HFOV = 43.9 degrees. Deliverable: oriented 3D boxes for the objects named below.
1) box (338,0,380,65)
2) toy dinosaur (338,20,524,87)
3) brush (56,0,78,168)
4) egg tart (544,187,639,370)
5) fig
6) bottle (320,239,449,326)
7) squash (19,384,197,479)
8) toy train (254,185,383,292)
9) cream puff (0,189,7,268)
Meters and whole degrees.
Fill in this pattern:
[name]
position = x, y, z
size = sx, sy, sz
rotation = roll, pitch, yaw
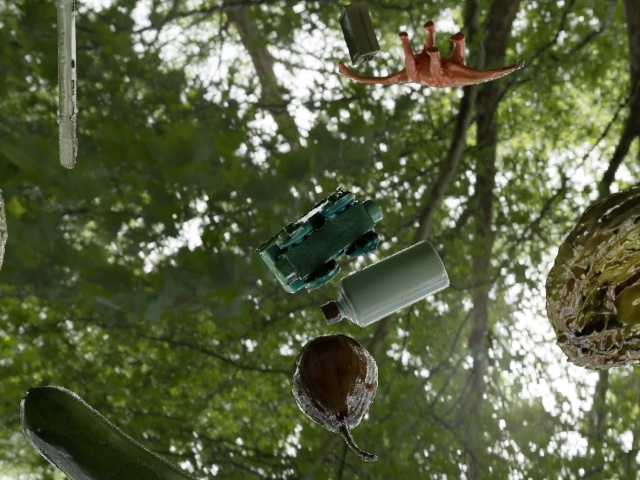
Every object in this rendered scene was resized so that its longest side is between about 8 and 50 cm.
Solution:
[box]
position = 0.058, -0.310, 1.200
size = 0.035, 0.083, 0.079
rotation = -18, -178, -5
[toy dinosaur]
position = 0.135, -0.240, 1.070
size = 0.279, 0.101, 0.055
rotation = 20, -127, 35
[brush]
position = -0.213, -0.204, 0.660
size = 0.020, 0.336, 0.085
rotation = 2, -144, -13
[egg tart]
position = 0.353, 0.032, 0.892
size = 0.252, 0.232, 0.098
rotation = -37, -157, 1
[fig]
position = 0.023, 0.261, 1.354
size = 0.148, 0.149, 0.202
rotation = 4, -99, -2
[bottle]
position = 0.116, 0.094, 1.520
size = 0.245, 0.104, 0.104
rotation = -26, -143, -1
[squash]
position = -0.224, 0.287, 0.959
size = 0.087, 0.331, 0.087
rotation = -54, -175, 8
[toy train]
position = 0.000, 0.000, 1.309
size = 0.203, 0.112, 0.163
rotation = -34, -173, -15
[cream puff]
position = -0.688, -0.002, 1.320
size = 0.257, 0.324, 0.291
rotation = 1, -167, -5
